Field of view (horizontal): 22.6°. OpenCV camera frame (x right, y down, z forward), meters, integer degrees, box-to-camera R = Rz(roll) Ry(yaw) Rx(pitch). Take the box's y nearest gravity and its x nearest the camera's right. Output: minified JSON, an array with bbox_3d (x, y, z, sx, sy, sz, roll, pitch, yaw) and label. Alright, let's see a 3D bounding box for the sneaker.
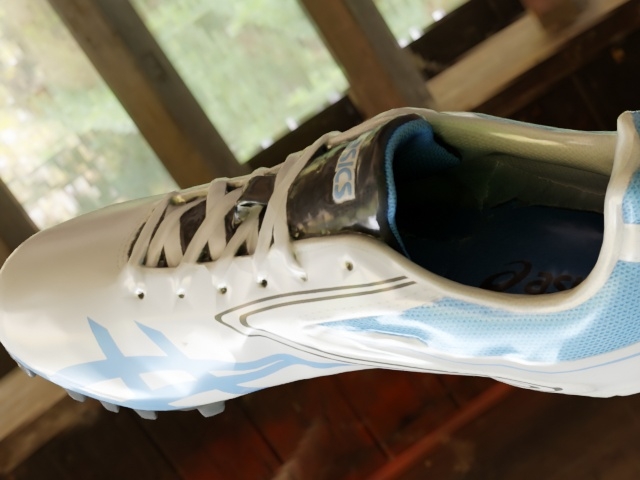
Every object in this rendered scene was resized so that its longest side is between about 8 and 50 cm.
[{"bbox_3d":[0.000,0.000,0.460,0.237,0.086,0.085,-4,-135,28],"label":"sneaker"}]
